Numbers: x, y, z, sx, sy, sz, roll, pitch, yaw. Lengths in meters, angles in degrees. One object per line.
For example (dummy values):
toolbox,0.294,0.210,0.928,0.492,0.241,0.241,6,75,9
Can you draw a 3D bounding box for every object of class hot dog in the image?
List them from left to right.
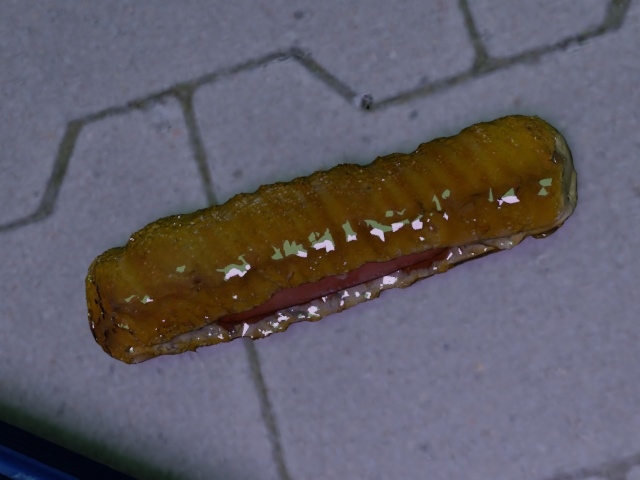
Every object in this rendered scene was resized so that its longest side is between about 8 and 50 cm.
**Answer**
hot dog,0.000,-0.001,0.543,0.289,0.068,0.083,-19,72,11

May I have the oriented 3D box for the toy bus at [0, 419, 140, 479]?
toy bus,-0.168,0.197,0.515,0.287,0.138,0.175,18,87,15
